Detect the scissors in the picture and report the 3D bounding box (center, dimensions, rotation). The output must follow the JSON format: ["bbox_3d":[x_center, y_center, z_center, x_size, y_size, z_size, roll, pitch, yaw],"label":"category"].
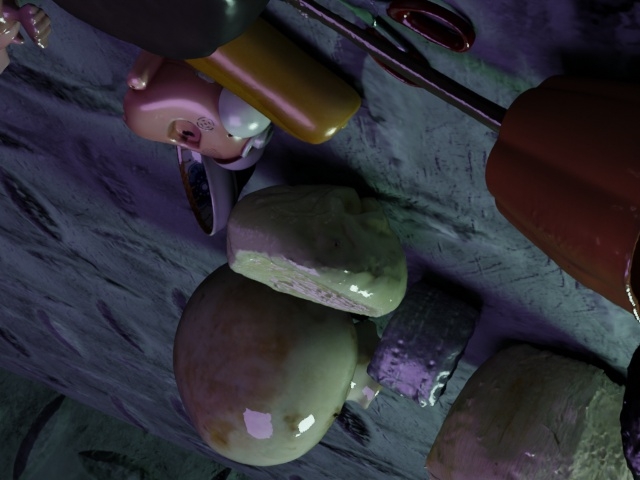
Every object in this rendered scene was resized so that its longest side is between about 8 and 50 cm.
[{"bbox_3d":[0.013,-0.224,1.302,0.248,0.017,0.144,32,160,-9],"label":"scissors"}]

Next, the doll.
[{"bbox_3d":[-0.405,-0.269,1.620,0.262,0.093,0.211,23,154,21],"label":"doll"}]

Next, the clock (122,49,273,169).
[{"bbox_3d":[-0.130,-0.139,1.593,0.162,0.092,0.166,24,160,1],"label":"clock"}]

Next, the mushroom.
[{"bbox_3d":[-0.050,0.168,2.028,0.290,0.297,0.297,12,175,-41],"label":"mushroom"}]

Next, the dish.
[{"bbox_3d":[-0.115,-0.083,1.741,0.141,0.078,0.141,165,90,-73],"label":"dish"}]

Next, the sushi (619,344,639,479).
[{"bbox_3d":[0.455,0.203,1.520,0.171,0.211,0.350,1,153,44],"label":"sushi"}]

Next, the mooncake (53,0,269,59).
[{"bbox_3d":[-0.154,-0.279,1.193,0.283,0.141,0.283,29,160,12],"label":"mooncake"}]

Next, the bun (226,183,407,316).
[{"bbox_3d":[0.000,0.000,1.701,0.231,0.133,0.231,20,170,3],"label":"bun"}]

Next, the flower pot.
[{"bbox_3d":[0.243,-0.051,1.222,0.173,0.190,0.190,30,165,37],"label":"flower pot"}]

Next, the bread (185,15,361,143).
[{"bbox_3d":[-0.068,-0.176,1.443,0.239,0.074,0.092,35,154,-21],"label":"bread"}]

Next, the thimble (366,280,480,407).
[{"bbox_3d":[0.131,0.132,1.843,0.098,0.150,0.150,27,161,10],"label":"thimble"}]

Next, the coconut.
[{"bbox_3d":[0.289,0.301,1.899,0.297,0.254,0.297,26,159,11],"label":"coconut"}]

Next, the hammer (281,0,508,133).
[{"bbox_3d":[0.060,-0.169,1.309,0.297,0.027,0.125,32,165,-3],"label":"hammer"}]
